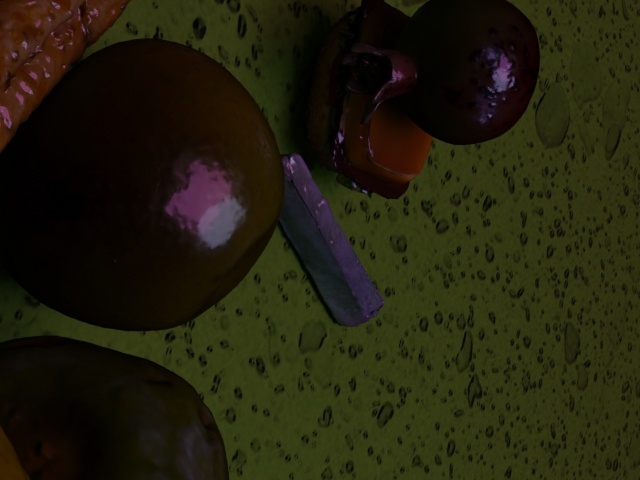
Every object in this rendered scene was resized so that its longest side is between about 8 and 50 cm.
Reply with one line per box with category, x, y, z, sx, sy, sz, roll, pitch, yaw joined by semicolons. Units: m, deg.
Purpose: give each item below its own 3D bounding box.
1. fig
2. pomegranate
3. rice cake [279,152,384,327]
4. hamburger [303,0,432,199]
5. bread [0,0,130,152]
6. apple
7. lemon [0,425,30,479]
fig;-0.144;0.181;0.847;0.275;0.206;0.206;79;30;-60
pomegranate;0.105;-0.137;1.070;0.159;0.129;0.129;-17;107;-49
rice cake;0.000;0.000;1.158;0.211;0.043;0.034;61;38;-40
hamburger;0.045;-0.120;1.167;0.137;0.087;0.166;26;72;-48
bread;-0.197;-0.127;0.783;0.083;0.114;0.211;78;32;-47
apple;-0.110;-0.030;0.853;0.196;0.157;0.196;-49;174;-7
lemon;-0.260;0.182;0.578;0.285;0.285;0.316;20;58;-56
